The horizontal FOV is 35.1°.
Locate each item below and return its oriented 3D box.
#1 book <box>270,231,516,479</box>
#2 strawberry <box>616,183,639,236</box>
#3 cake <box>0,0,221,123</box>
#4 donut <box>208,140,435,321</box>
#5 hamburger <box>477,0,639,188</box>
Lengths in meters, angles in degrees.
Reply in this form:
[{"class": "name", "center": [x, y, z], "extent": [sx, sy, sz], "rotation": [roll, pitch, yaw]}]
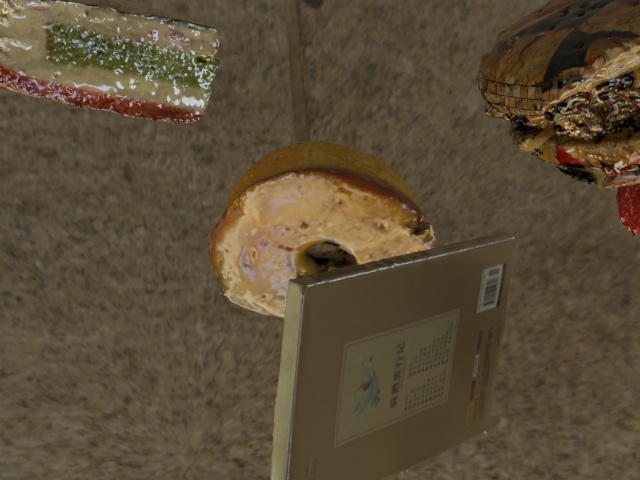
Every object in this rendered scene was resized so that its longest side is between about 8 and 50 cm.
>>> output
[{"class": "book", "center": [0.075, 0.115, 0.918], "extent": [0.310, 0.021, 0.216], "rotation": [-10, 111, -47]}, {"class": "strawberry", "center": [0.416, -0.068, 1.211], "extent": [0.082, 0.187, 0.146], "rotation": [26, 95, -16]}, {"class": "cake", "center": [-0.195, -0.144, 0.752], "extent": [0.221, 0.116, 0.086], "rotation": [20, 114, 2]}, {"class": "donut", "center": [0.003, 0.000, 1.135], "extent": [0.254, 0.253, 0.118], "rotation": [-2, 44, -8]}, {"class": "hamburger", "center": [0.225, -0.131, 0.709], "extent": [0.231, 0.231, 0.106], "rotation": [-37, 113, -13]}]
